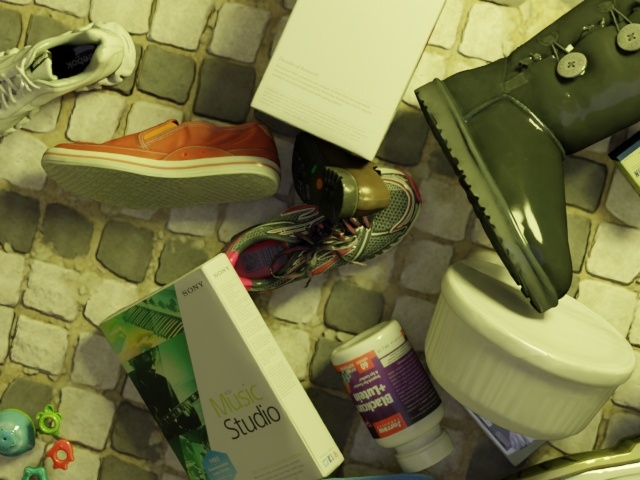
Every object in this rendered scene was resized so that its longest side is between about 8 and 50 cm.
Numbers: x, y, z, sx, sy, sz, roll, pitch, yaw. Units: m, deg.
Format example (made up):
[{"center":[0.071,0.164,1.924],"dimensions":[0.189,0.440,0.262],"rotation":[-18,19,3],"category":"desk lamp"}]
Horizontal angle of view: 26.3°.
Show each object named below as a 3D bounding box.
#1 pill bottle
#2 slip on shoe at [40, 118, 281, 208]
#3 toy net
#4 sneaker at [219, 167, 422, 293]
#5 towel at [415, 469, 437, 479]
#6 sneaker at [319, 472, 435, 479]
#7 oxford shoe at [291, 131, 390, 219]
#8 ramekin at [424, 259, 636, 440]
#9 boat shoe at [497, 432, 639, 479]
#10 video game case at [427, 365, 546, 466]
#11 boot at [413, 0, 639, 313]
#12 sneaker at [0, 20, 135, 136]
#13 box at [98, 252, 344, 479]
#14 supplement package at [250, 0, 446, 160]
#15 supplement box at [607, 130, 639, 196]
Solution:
[{"center":[0.103,0.215,1.869],"dimensions":[0.108,0.108,0.193],"rotation":[-29,92,5],"category":"pill bottle"},{"center":[-0.216,-0.111,1.870],"dimensions":[0.332,0.123,0.101],"rotation":[-2,62,8],"category":"slip on shoe"},{"center":[-0.396,0.349,1.942],"dimensions":[0.122,0.045,0.232],"rotation":[-12,96,2],"category":"toy net"},{"center":[0.000,0.000,1.856],"dimensions":[0.299,0.112,0.120],"rotation":[-27,93,4],"category":"sneaker"},{"center":[0.159,0.538,1.922],"dimensions":[0.332,0.053,0.317],"rotation":[40,96,0],"category":"towel"},{"center":[0.048,0.374,1.869],"dimensions":[0.232,0.081,0.090],"rotation":[-10,64,21],"category":"sneaker"},{"center":[0.025,-0.082,1.813],"dimensions":[0.096,0.227,0.082],"rotation":[-1,116,-24],"category":"oxford shoe"},{"center":[0.258,0.145,1.764],"dimensions":[0.273,0.273,0.127],"rotation":[25,109,1],"category":"ramekin"},{"center":[0.376,0.338,1.863],"dimensions":[0.302,0.113,0.103],"rotation":[-16,88,3],"category":"boat shoe"},{"center":[0.274,0.188,1.901],"dimensions":[0.173,0.022,0.190],"rotation":[-41,91,5],"category":"video game case"},{"center":[0.389,-0.157,1.752],"dimensions":[0.445,0.146,0.367],"rotation":[-26,64,3],"category":"boot"},{"center":[-0.397,-0.219,1.858],"dimensions":[0.292,0.118,0.110],"rotation":[-25,95,6],"category":"sneaker"},{"center":[-0.139,0.202,1.851],"dimensions":[0.232,0.058,0.322],"rotation":[-29,92,39],"category":"box"},{"center":[0.051,-0.273,1.797],"dimensions":[0.175,0.177,0.292],"rotation":[24,96,1],"category":"supplement package"},{"center":[0.438,-0.098,1.838],"dimensions":[0.056,0.083,0.083],"rotation":[-38,93,6],"category":"supplement box"}]
